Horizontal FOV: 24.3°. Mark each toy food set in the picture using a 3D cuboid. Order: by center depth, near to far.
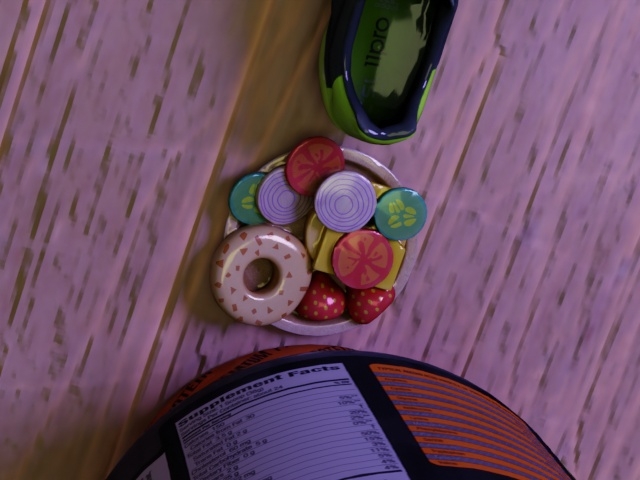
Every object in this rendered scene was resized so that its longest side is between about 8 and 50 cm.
[{"bbox_3d":[0.000,0.000,0.599,0.083,0.020,0.082,16,102,-14],"label":"toy food set"}]

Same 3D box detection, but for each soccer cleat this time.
[{"bbox_3d":[0.033,-0.121,0.543,0.060,0.072,0.178,3,105,-11],"label":"soccer cleat"}]

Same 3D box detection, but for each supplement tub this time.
[{"bbox_3d":[0.020,0.162,0.481,0.207,0.338,0.207,-2,104,-9],"label":"supplement tub"}]
